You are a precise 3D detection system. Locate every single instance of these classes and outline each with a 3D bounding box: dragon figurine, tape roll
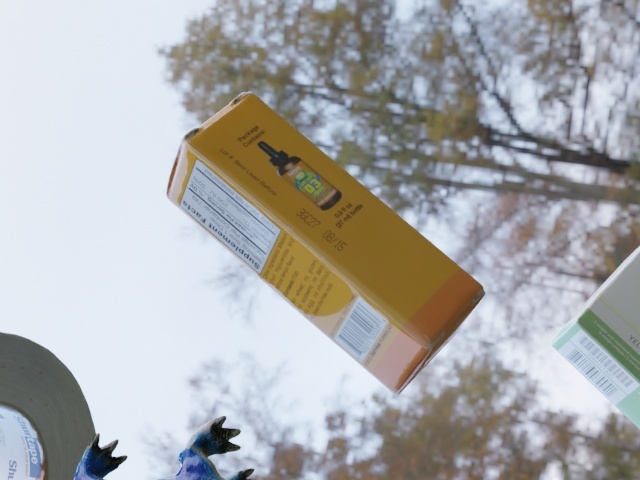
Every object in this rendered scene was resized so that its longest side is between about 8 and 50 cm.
[{"bbox_3d":[-0.119,0.197,0.848,0.144,0.289,0.085,-79,-24,-59],"label":"dragon figurine"},{"bbox_3d":[-0.273,0.175,1.000,0.219,0.072,0.219,1,-91,-50],"label":"tape roll"}]

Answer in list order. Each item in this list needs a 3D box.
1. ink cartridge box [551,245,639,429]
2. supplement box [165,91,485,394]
[{"bbox_3d":[0.318,0.065,1.067,0.235,0.171,0.056,-41,-10,-31],"label":"ink cartridge box"},{"bbox_3d":[0.000,0.000,0.960,0.078,0.233,0.080,-41,-11,-37],"label":"supplement box"}]
